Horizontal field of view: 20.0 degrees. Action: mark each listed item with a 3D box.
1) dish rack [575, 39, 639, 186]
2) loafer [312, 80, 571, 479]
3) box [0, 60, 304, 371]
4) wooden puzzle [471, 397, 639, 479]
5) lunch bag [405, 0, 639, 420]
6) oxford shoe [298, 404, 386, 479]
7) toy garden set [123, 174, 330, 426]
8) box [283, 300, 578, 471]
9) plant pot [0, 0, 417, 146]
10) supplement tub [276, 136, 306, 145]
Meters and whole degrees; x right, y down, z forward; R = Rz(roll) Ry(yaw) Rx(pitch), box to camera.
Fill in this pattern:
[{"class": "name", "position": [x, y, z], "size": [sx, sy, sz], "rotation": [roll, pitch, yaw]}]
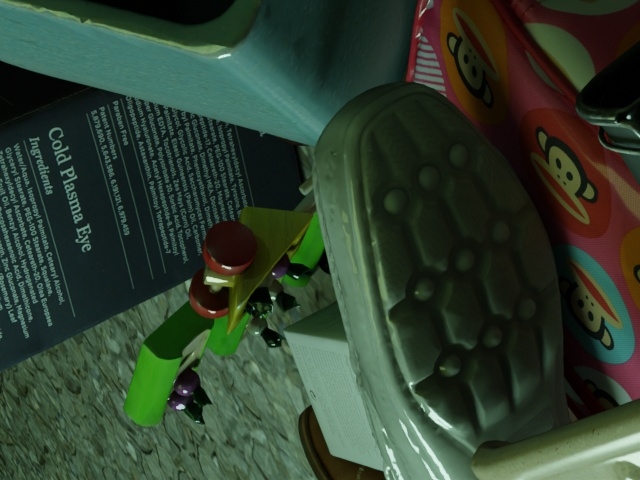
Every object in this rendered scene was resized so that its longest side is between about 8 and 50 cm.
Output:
[{"class": "dish rack", "position": [0.235, -0.061, 0.545], "size": [0.271, 0.208, 0.074], "rotation": [12, 137, 60]}, {"class": "loafer", "position": [0.062, 0.070, 0.861], "size": [0.111, 0.112, 0.319], "rotation": [17, 133, 53]}, {"class": "box", "position": [-0.237, -0.079, 1.344], "size": [0.343, 0.312, 0.179], "rotation": [33, 143, 50]}, {"class": "wooden puzzle", "position": [0.266, 0.138, 0.692], "size": [0.322, 0.080, 0.348], "rotation": [41, 152, -12]}, {"class": "lunch bag", "position": [0.156, 0.002, 0.880], "size": [0.293, 0.120, 0.258], "rotation": [53, 159, 23]}, {"class": "oxford shoe", "position": [0.060, 0.179, 1.334], "size": [0.212, 0.076, 0.076], "rotation": [47, 122, 36]}, {"class": "toy garden set", "position": [0.000, 0.000, 1.037], "size": [0.049, 0.244, 0.204], "rotation": [43, 153, 9]}, {"class": "box", "position": [0.081, 0.072, 1.077], "size": [0.170, 0.130, 0.091], "rotation": [7, 120, 63]}, {"class": "plant pot", "position": [-0.050, -0.175, 0.894], "size": [0.248, 0.247, 0.252], "rotation": [16, 169, 26]}, {"class": "supplement tub", "position": [-0.059, -0.141, 1.141], "size": [0.198, 0.106, 0.106], "rotation": [32, 142, 36]}]
